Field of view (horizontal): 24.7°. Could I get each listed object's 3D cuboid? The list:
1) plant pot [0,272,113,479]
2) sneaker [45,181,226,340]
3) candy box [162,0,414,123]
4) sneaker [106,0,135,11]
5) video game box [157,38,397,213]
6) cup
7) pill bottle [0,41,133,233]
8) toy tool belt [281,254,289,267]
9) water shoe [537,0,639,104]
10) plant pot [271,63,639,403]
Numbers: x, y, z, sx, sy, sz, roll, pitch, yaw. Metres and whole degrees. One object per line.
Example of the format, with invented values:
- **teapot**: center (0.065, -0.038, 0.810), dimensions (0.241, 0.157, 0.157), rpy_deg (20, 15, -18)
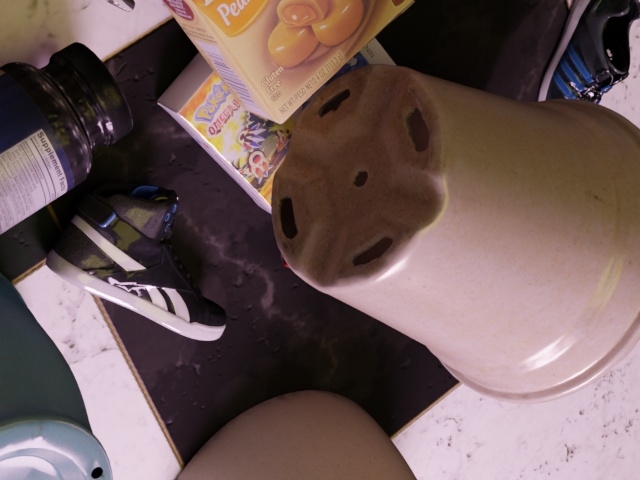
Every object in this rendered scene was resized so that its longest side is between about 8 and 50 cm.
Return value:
- **plant pot**: center (-0.318, 0.178, 1.264), dimensions (0.271, 0.255, 0.272), rpy_deg (-17, 122, -31)
- **sneaker**: center (-0.151, 0.015, 1.433), dimensions (0.217, 0.079, 0.121), rpy_deg (27, 95, -42)
- **candy box**: center (-0.073, -0.283, 1.306), dimensions (0.183, 0.087, 0.316), rpy_deg (-45, 122, -13)
- **sneaker**: center (-0.190, -0.237, 1.308), dimensions (0.035, 0.031, 0.083), rpy_deg (-52, 133, -6)
- **video game box**: center (-0.036, -0.155, 1.463), dimensions (0.205, 0.048, 0.187), rpy_deg (-51, 130, -7)
- **cup**: center (0.011, 0.366, 1.634), dimensions (0.331, 0.237, 0.331), rpy_deg (-17, 121, -31)
- **pill bottle**: center (-0.276, -0.077, 1.258), dimensions (0.219, 0.123, 0.123), rpy_deg (-36, 130, -20)
- **toy tool belt**: center (0.000, 0.000, 1.566), dimensions (0.051, 0.052, 0.083), rpy_deg (27, 94, -35)
- **water shoe**: center (0.311, -0.193, 1.695), dimensions (0.073, 0.080, 0.203), rpy_deg (-2, 113, -38)
- **plant pot**: center (0.131, -0.028, 1.458), dimensions (0.305, 0.334, 0.334), rpy_deg (20, 99, -44)
